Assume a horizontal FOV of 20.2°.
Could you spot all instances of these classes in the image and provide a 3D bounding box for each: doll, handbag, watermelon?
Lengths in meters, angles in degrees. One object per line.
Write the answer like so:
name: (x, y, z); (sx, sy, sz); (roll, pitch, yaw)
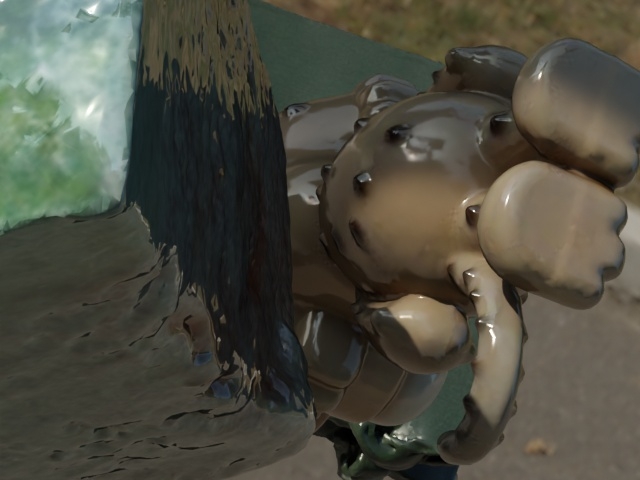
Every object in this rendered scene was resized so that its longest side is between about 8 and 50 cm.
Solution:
doll: (0.031, 0.003, 0.689); (0.119, 0.154, 0.278); (22, -9, -18)
handbag: (0.001, -0.002, 1.049); (0.247, 0.079, 0.260); (20, 62, 1)
watermelon: (-0.099, -0.019, 0.503); (0.258, 0.228, 0.387); (46, 1, -27)
